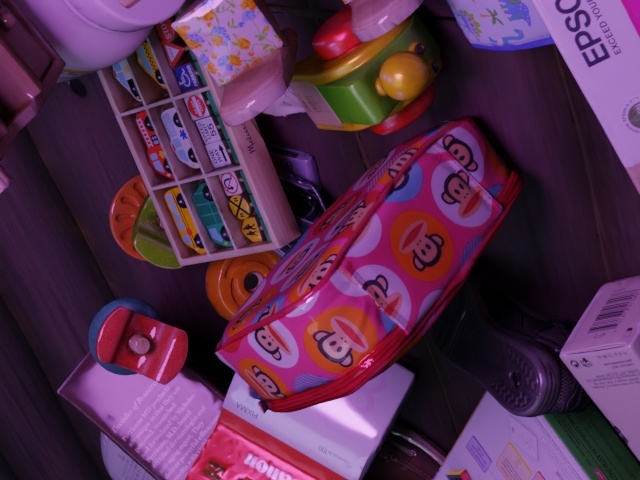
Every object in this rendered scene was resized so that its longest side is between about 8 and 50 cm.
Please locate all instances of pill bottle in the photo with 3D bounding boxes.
[{"bbox_3d":[-0.276,-0.245,1.489,0.334,0.188,0.188,-10,123,47],"label":"pill bottle"}]

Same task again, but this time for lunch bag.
[{"bbox_3d":[0.032,0.027,1.423,0.120,0.293,0.258,47,149,-9],"label":"lunch bag"},{"bbox_3d":[0.154,-0.221,1.201,0.151,0.096,0.129,-13,121,37],"label":"lunch bag"}]

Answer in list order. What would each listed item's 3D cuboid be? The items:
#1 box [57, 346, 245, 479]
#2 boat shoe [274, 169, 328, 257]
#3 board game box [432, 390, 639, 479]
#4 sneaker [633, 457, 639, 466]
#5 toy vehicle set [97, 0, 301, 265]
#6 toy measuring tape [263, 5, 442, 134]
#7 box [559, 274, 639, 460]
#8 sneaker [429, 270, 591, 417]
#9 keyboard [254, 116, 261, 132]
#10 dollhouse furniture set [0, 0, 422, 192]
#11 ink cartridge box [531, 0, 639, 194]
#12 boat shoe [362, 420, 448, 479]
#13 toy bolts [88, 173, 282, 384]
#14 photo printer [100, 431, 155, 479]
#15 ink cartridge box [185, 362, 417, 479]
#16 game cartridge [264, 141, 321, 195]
[{"bbox_3d":[-0.124,0.259,1.878,0.381,0.143,0.191,42,179,7],"label":"box"},{"bbox_3d":[0.000,0.000,1.605,0.183,0.065,0.083,33,151,-6],"label":"boat shoe"},{"bbox_3d":[0.228,0.300,1.629,0.242,0.064,0.316,56,145,27],"label":"board game box"},{"bbox_3d":[0.310,0.328,1.683,0.106,0.101,0.267,17,139,33],"label":"sneaker"},{"bbox_3d":[-0.133,-0.109,1.572,0.166,0.035,0.267,-12,105,47],"label":"toy vehicle set"},{"bbox_3d":[0.025,-0.161,1.416,0.121,0.121,0.330,52,166,-19],"label":"toy measuring tape"},{"bbox_3d":[0.353,0.165,1.448,0.094,0.113,0.275,-16,117,51],"label":"box"},{"bbox_3d":[0.198,0.101,1.523,0.227,0.130,0.087,43,117,50],"label":"sneaker"},{"bbox_3d":[-0.149,-0.160,1.616,0.180,0.023,0.108,10,136,34],"label":"keyboard"},{"bbox_3d":[-0.172,-0.225,1.180,0.394,0.256,0.362,-32,111,17],"label":"dollhouse furniture set"},{"bbox_3d":[0.261,-0.174,1.091,0.193,0.088,0.235,-27,115,17],"label":"ink cartridge box"},{"bbox_3d":[0.050,0.259,1.844,0.257,0.095,0.095,31,145,11],"label":"boat shoe"},{"bbox_3d":[-0.169,0.056,1.746,0.218,0.228,0.158,29,174,-21],"label":"toy bolts"},{"bbox_3d":[-0.164,0.313,2.094,0.307,0.107,0.256,35,146,7],"label":"photo printer"},{"bbox_3d":[-0.025,0.211,1.745,0.189,0.232,0.066,27,165,15],"label":"ink cartridge box"},{"bbox_3d":[-0.040,-0.075,1.617,0.083,0.017,0.056,16,143,30],"label":"game cartridge"}]
